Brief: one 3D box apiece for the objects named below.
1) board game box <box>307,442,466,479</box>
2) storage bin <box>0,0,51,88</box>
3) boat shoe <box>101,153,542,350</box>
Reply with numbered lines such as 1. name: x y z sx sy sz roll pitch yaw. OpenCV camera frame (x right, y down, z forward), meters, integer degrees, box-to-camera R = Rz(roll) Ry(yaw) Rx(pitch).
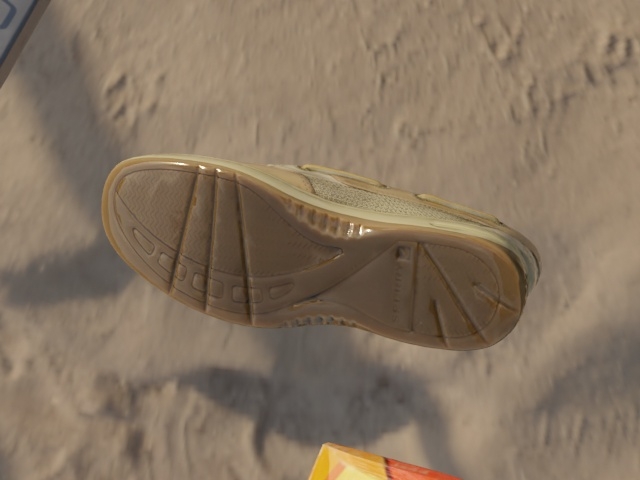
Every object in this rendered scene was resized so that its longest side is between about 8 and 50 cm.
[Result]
1. board game box: 0.161 0.311 0.532 0.356 0.356 0.356 31 78 -53
2. storage bin: -0.291 -0.196 1.578 0.091 0.098 0.135 28 83 1
3. boat shoe: 0.000 0.000 1.270 0.302 0.098 0.109 11 110 15
